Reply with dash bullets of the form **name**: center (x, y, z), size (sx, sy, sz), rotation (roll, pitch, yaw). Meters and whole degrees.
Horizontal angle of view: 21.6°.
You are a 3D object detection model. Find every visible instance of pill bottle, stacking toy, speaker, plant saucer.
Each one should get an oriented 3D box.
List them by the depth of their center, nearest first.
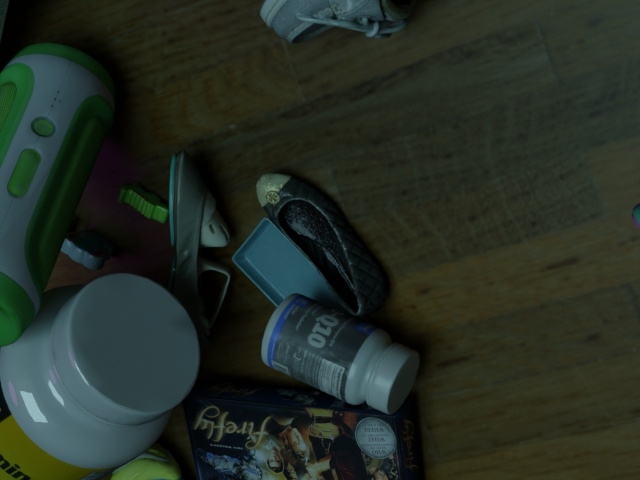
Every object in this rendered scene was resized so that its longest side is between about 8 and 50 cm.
- **pill bottle**: center (0.020, 0.109, 1.595), size (0.137, 0.078, 0.078), rotation (23, 115, 21)
- **speaker**: center (-0.291, -0.048, 1.610), size (0.131, 0.296, 0.131), rotation (10, 144, 8)
- **plant saucer**: center (-0.003, 0.063, 1.651), size (0.192, 0.018, 0.067), rotation (45, 122, 8)
- **pill bottle**: center (-0.264, 0.156, 1.682), size (0.334, 0.188, 0.188), rotation (-35, 87, 48)
- **stacking toy**: center (-0.274, -0.011, 1.759), size (0.221, 0.052, 0.167), rotation (29, 118, 18)

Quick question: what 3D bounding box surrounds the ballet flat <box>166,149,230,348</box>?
- **ballet flat**: center (-0.122, 0.011, 1.682), size (0.068, 0.072, 0.213), rotation (6, 111, -1)

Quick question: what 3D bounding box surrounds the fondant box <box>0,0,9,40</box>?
- **fondant box**: center (-0.450, -0.210, 1.712), size (0.238, 0.096, 0.330), rotation (40, 138, 13)

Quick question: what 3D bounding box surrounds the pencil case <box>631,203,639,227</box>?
- **pencil case**: center (0.355, -0.073, 1.360), size (0.104, 0.104, 0.236), rotation (41, 121, 12)

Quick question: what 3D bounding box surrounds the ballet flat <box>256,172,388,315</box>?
- **ballet flat**: center (0.000, 0.000, 1.609), size (0.173, 0.049, 0.057), rotation (47, 121, 9)

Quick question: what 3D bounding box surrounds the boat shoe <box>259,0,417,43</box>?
- **boat shoe**: center (0.090, -0.234, 1.450), size (0.320, 0.118, 0.103), rotation (-21, 90, 26)

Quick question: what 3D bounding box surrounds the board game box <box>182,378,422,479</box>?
- **board game box**: center (-0.015, 0.229, 1.684), size (0.243, 0.042, 0.165), rotation (2, 113, 29)

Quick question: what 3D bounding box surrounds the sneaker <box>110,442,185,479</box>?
- **sneaker**: center (-0.201, 0.337, 1.804), size (0.126, 0.091, 0.240), rotation (37, 119, 14)
